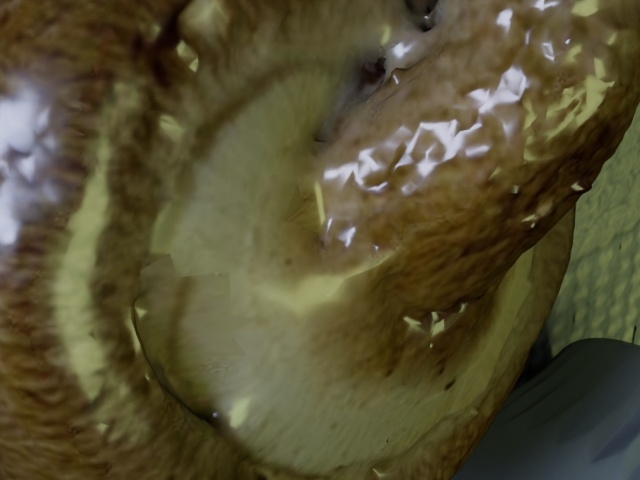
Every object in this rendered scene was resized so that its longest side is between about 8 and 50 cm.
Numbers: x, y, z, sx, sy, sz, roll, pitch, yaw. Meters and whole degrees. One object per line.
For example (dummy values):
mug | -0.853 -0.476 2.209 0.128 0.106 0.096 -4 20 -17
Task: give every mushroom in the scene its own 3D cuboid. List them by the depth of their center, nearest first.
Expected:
mushroom | -0.016 -0.007 0.554 0.345 0.239 0.345 -7 113 -18

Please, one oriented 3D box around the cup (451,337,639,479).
cup | 0.139 0.260 0.866 0.371 0.253 0.253 -46 141 -22
